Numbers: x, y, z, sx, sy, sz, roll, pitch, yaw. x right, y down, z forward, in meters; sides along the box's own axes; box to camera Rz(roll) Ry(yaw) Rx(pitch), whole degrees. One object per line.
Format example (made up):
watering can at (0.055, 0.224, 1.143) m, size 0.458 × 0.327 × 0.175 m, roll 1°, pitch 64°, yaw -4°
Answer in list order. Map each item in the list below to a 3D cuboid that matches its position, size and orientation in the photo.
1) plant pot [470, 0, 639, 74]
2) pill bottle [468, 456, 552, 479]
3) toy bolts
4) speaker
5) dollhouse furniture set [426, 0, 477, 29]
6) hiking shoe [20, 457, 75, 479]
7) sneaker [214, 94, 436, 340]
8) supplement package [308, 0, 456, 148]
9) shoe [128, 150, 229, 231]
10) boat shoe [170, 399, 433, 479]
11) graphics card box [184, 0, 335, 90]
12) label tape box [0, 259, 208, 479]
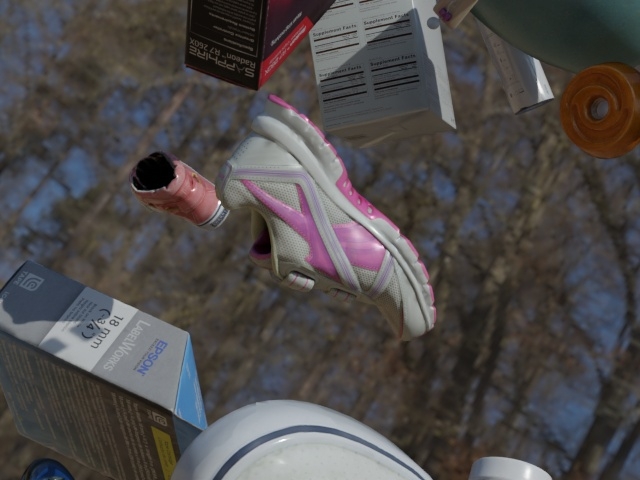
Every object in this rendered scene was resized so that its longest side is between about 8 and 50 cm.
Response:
plant pot at (0.310, -0.295, 1.630) m, size 0.195 × 0.290 × 0.290 m, roll 54°, pitch -29°, yaw -10°
pill bottle at (0.205, 0.369, 1.720) m, size 0.119 × 0.208 × 0.119 m, roll 12°, pitch -28°, yaw 7°
toy bolts at (0.388, -0.151, 1.506) m, size 0.218 × 0.228 × 0.158 m, roll 32°, pitch 18°, yaw 38°
speaker at (0.242, -0.229, 1.836) m, size 0.055 × 0.055 × 0.136 m, roll -29°, pitch -97°, yaw 62°
dollhouse furniture set at (0.102, -0.237, 1.245) m, size 0.114 × 0.091 × 0.081 m, roll 49°, pitch -61°, yaw 13°
hiking shoe at (-0.337, 0.430, 2.114) m, size 0.132 × 0.113 × 0.304 m, roll -52°, pitch -124°, yaw 37°
sneaker at (0.000, 0.000, 1.253) m, size 0.252 × 0.111 × 0.103 m, roll 50°, pitch -2°, yaw -19°
supplement package at (0.080, -0.246, 1.971) m, size 0.149 × 0.203 × 0.194 m, roll -10°, pitch -7°, yaw 15°
shoe at (-0.169, -0.066, 1.542) m, size 0.081 × 0.063 × 0.178 m, roll 38°, pitch -7°, yaw -38°
boat shoe at (0.064, 0.235, 0.715) m, size 0.367 × 0.136 × 0.156 m, roll 59°, pitch -12°, yaw -28°
graphics card box at (-0.029, -0.350, 1.368) m, size 0.094 × 0.233 × 0.371 m, roll 22°, pitch -45°, yaw 15°
label tape box at (-0.209, 0.188, 1.675) m, size 0.334 × 0.106 × 0.240 m, roll 23°, pitch -34°, yaw 20°
